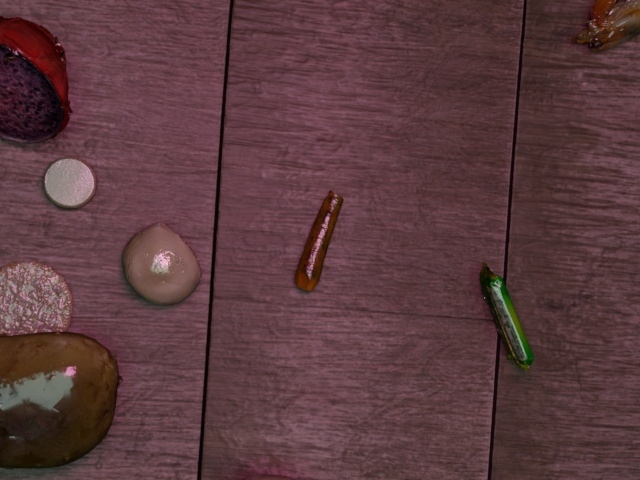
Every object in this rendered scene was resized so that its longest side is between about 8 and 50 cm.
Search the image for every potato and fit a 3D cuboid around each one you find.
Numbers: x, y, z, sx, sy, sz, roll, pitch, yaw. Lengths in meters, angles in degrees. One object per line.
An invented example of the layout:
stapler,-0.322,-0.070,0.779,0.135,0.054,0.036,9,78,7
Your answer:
potato,-0.454,0.236,1.403,0.308,0.173,0.210,2,108,-7

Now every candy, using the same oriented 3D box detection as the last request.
candy,0.306,0.123,1.550,0.032,0.102,0.178,-22,93,-3

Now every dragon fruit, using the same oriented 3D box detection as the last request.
dragon fruit,-0.467,-0.269,1.416,0.218,0.224,0.148,51,42,-38

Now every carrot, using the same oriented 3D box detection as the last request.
carrot,0.000,0.000,1.538,0.042,0.042,0.170,21,86,-8

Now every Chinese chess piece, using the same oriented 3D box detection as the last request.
Chinese chess piece,-0.398,-0.092,1.483,0.084,0.034,0.084,0,90,-11

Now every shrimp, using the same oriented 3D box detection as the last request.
shrimp,0.516,-0.401,1.607,0.217,0.051,0.115,-35,88,-6

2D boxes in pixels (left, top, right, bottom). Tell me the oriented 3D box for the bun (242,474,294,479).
bun,-0.070,0.486,1.472,0.239,0.141,0.239,1,100,7

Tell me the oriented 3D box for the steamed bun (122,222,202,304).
steamed bun,-0.253,0.041,1.474,0.112,0.091,0.130,-35,95,-5

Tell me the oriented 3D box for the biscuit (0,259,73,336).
biscuit,-0.467,0.106,1.479,0.152,0.020,0.152,0,89,-8
